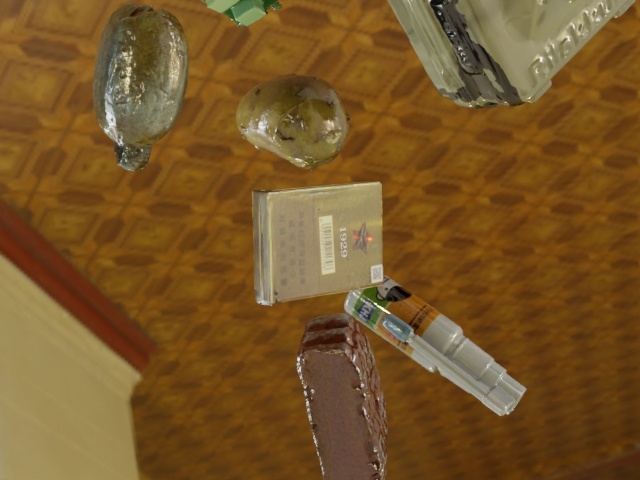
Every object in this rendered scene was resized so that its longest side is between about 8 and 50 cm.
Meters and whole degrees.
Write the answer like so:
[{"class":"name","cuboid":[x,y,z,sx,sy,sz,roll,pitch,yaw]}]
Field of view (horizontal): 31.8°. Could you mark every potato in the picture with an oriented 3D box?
[{"class":"potato","cuboid":[-0.039,-0.173,1.570,0.137,0.175,0.137,-34,137,-41]}]

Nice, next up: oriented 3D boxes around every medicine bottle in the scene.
[{"class":"medicine bottle","cuboid":[0.123,0.115,1.240,0.061,0.220,0.092,-60,163,15]}]

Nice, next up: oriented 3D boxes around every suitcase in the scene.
[{"class":"suitcase","cuboid":[0.242,-0.375,1.425,0.351,0.194,0.339,-45,122,-18]}]

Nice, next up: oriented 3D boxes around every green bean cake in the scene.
[{"class":"green bean cake","cuboid":[0.037,0.239,1.676,0.097,0.198,0.233,-10,115,12]}]

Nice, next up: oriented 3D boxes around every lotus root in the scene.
[{"class":"lotus root","cuboid":[-0.210,-0.176,1.298,0.113,0.192,0.088,10,-176,27]}]

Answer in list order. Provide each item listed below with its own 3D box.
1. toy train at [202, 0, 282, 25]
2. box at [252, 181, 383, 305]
[{"class":"toy train","cuboid":[-0.064,-0.394,1.350,0.271,0.188,0.159,-27,162,19]},{"class":"box","cuboid":[0.000,0.000,0.920,0.023,0.090,0.133,6,-170,45]}]
